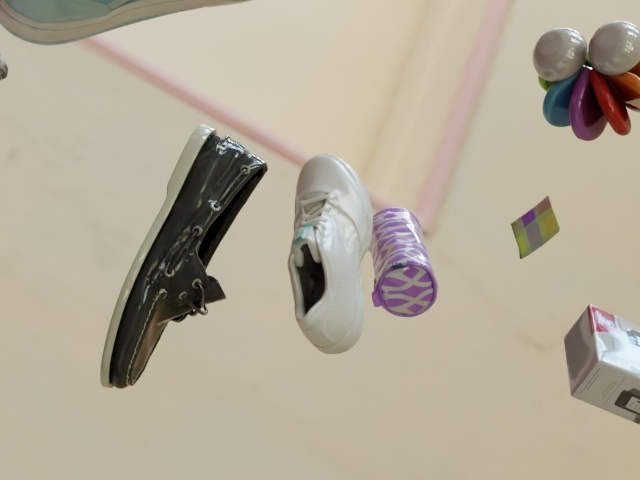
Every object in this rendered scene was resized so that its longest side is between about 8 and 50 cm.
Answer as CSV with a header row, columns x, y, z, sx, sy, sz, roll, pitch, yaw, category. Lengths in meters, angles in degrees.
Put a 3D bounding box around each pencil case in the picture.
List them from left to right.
x,y,z,sx,sy,sz,roll,pitch,yaw,category
0.101,0.029,2.590,0.088,0.086,0.206,-20,-158,6,pencil case

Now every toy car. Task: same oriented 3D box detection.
x,y,z,sx,sy,sz,roll,pitch,yaw,category
0.362,-0.193,2.542,0.182,0.159,0.136,-3,-116,33,toy car

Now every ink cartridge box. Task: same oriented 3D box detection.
x,y,z,sx,sy,sz,roll,pitch,yaw,category
0.359,0.151,2.240,0.063,0.150,0.109,-58,-163,31,ink cartridge box

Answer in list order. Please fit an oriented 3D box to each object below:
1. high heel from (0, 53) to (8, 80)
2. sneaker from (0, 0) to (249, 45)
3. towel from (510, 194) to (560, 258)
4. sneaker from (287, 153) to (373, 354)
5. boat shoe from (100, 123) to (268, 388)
x,y,z,sx,sy,sz,roll,pitch,yaw,category
-0.336,-0.231,1.807,0.186,0.261,0.093,-34,144,-43,high heel
-0.101,-0.265,1.523,0.319,0.127,0.208,-25,168,-20,sneaker
0.295,-0.018,2.701,0.083,0.060,0.009,-37,-149,-29,towel
0.000,0.000,1.937,0.080,0.094,0.212,-16,-119,24,sneaker
-0.158,0.032,2.353,0.127,0.113,0.340,92,19,-71,boat shoe
